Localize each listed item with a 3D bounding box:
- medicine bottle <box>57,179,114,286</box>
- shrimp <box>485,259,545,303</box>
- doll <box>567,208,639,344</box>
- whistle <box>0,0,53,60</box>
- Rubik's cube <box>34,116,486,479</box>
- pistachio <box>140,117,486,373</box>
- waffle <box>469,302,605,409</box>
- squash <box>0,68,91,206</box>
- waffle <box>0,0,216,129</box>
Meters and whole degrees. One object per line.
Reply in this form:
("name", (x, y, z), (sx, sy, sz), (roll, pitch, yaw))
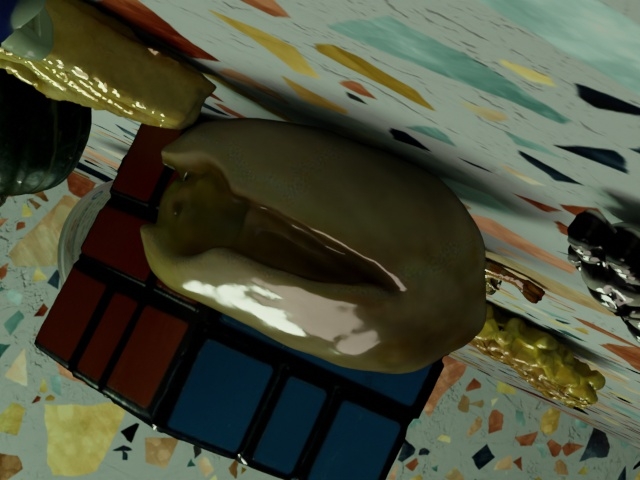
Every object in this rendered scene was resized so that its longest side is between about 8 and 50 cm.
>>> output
("medicine bottle", (-0.223, 0.025, 2.089), (0.241, 0.241, 0.302), (28, 166, -31))
("shrimp", (0.189, 0.046, 1.493), (0.091, 0.025, 0.127), (23, 172, 13))
("doll", (0.224, 0.036, 0.952), (0.091, 0.067, 0.219), (26, 171, 38))
("whistle", (-0.218, -0.165, 0.840), (0.092, 0.110, 0.244), (-13, 161, 16))
("Rubik's cube", (-0.061, 0.062, 1.398), (0.288, 0.283, 0.293), (28, 178, -38))
("pistachio", (0.000, 0.000, 1.113), (0.288, 0.166, 0.197), (24, -175, 23))
("waffle", (0.251, 0.136, 1.952), (0.293, 0.069, 0.260), (28, 173, 0))
("squash", (-0.328, -0.122, 1.408), (0.218, 0.172, 0.218), (13, 170, 2))
("waffle", (-0.219, -0.157, 1.162), (0.168, 0.057, 0.274), (28, 174, -38))
